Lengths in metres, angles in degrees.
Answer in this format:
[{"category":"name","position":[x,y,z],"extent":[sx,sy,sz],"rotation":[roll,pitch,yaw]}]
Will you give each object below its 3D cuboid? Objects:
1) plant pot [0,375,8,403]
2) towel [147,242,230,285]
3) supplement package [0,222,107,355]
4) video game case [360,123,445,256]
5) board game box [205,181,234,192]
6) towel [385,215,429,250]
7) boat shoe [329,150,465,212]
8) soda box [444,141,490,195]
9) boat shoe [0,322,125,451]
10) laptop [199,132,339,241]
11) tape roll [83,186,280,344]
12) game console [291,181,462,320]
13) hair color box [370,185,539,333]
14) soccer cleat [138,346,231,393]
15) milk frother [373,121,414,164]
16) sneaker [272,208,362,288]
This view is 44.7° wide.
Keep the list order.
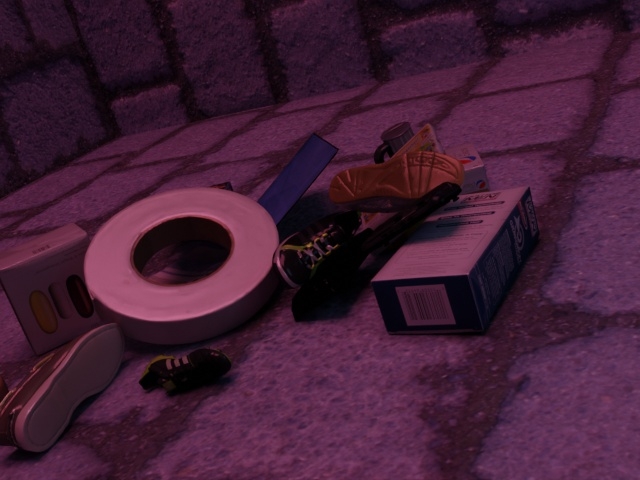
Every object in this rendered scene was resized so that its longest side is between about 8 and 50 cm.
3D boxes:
[{"category":"plant pot","position":[-0.709,0.286,1.425],"extent":[0.237,0.110,0.237],"rotation":[-15,21,6]},{"category":"towel","position":[-0.304,0.074,1.769],"extent":[0.209,0.034,0.285],"rotation":[2,28,45]},{"category":"supplement package","position":[-0.566,0.100,1.664],"extent":[0.194,0.203,0.149],"rotation":[-26,22,-22]},{"category":"video game case","position":[0.167,-0.105,1.585],"extent":[0.227,0.026,0.206],"rotation":[-43,33,26]},{"category":"board game box","position":[-0.360,-0.098,2.260],"extent":[0.165,0.042,0.243],"rotation":[-12,20,13]},{"category":"towel","position":[0.226,-0.023,1.613],"extent":[0.237,0.021,0.102],"rotation":[-15,23,6]},{"category":"boat shoe","position":[0.155,-0.101,1.478],"extent":[0.277,0.096,0.098],"rotation":[-3,65,33]},{"category":"soda box","position":[0.341,-0.166,1.824],"extent":[0.073,0.069,0.216],"rotation":[-15,19,8]},{"category":"boat shoe","position":[-0.441,0.239,1.327],"extent":[0.091,0.109,0.305],"rotation":[-5,26,22]},{"category":"laptop","position":[-0.197,-0.145,1.901],"extent":[0.407,0.237,0.382],"rotation":[4,12,-10]},{"category":"tape roll","position":[-0.272,0.040,1.550],"extent":[0.391,0.072,0.392],"rotation":[-3,43,3]},{"category":"game console","position":[0.096,0.010,1.387],"extent":[0.361,0.044,0.213],"rotation":[-36,7,35]},{"category":"hair color box","position":[0.243,0.027,1.331],"extent":[0.173,0.105,0.347],"rotation":[-5,23,34]},{"category":"soccer cleat","position":[-0.223,0.220,1.287],"extent":[0.178,0.060,0.072],"rotation":[-12,29,33]},{"category":"milk frother","position":[0.221,-0.205,1.923],"extent":[0.143,0.135,0.129],"rotation":[4,42,49]},{"category":"sneaker","position":[0.000,0.000,1.428],"extent":[0.097,0.084,0.234],"rotation":[-32,9,43]}]
